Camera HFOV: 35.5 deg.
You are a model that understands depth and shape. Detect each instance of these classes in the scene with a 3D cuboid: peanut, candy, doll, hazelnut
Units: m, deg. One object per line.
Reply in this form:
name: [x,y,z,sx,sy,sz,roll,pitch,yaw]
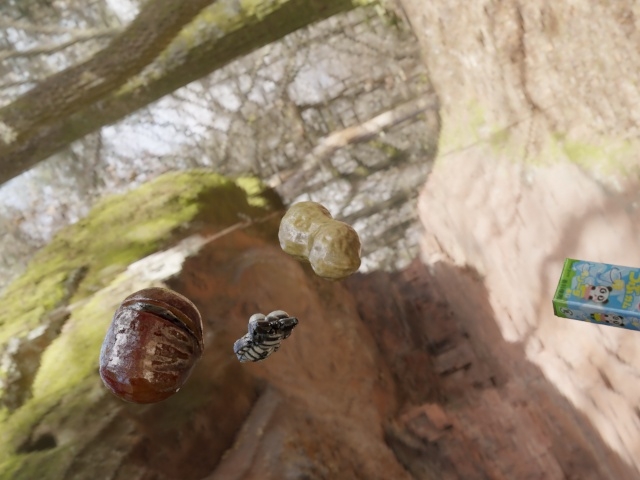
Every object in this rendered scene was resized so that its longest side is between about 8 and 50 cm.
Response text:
peanut: [-0.002,0.001,1.360,0.193,0.089,0.089,33,154,57]
candy: [0.504,0.094,1.714,0.097,0.194,0.062,-64,-33,-30]
doll: [-0.108,0.183,1.903,0.219,0.091,0.067,129,134,-59]
hazelnut: [-0.289,0.187,1.719,0.178,0.178,0.204,62,-148,-34]
